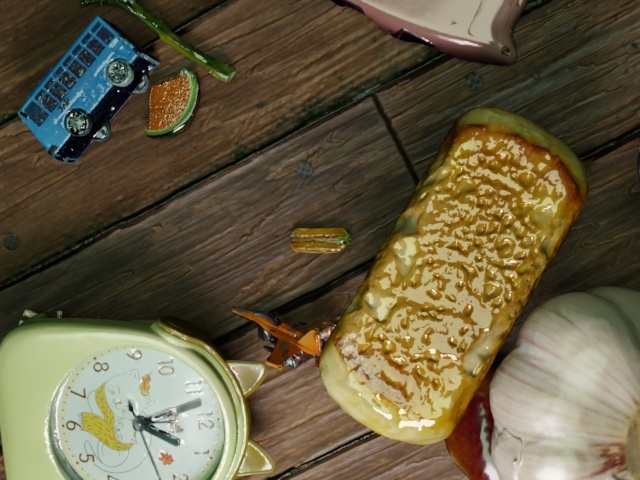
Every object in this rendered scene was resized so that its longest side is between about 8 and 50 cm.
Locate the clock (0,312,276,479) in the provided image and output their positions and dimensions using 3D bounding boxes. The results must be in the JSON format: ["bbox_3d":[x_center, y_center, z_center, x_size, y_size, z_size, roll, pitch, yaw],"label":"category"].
[{"bbox_3d":[-0.233,0.232,1.581,0.349,0.117,0.286,-3,100,3],"label":"clock"}]

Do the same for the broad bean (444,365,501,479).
[{"bbox_3d":[0.210,0.236,1.543,0.114,0.084,0.165,-4,83,-6],"label":"broad bean"}]

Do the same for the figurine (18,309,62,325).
[{"bbox_3d":[-0.357,0.128,1.659,0.109,0.047,0.064,28,98,11],"label":"figurine"}]

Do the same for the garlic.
[{"bbox_3d":[0.336,0.201,1.434,0.322,0.241,0.321,3,78,-16],"label":"garlic"}]

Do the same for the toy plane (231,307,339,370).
[{"bbox_3d":[-0.044,0.125,1.586,0.188,0.135,0.062,8,117,40],"label":"toy plane"}]

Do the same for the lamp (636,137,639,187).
[{"bbox_3d":[0.454,-0.094,1.416,0.198,0.244,0.197,0,91,5],"label":"lamp"}]

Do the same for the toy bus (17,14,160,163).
[{"bbox_3d":[-0.312,-0.199,1.630,0.106,0.090,0.184,42,95,7],"label":"toy bus"}]

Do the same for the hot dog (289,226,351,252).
[{"bbox_3d":[0.000,0.000,1.609,0.083,0.021,0.037,3,70,13],"label":"hot dog"}]

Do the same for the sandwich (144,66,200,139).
[{"bbox_3d":[-0.195,-0.184,1.642,0.069,0.026,0.101,7,88,14],"label":"sandwich"}]

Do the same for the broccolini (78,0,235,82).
[{"bbox_3d":[-0.218,-0.294,1.648,0.254,0.071,0.057,35,54,2],"label":"broccolini"}]

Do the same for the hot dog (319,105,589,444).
[{"bbox_3d":[0.159,0.048,1.479,0.185,0.223,0.405,30,85,8],"label":"hot dog"}]

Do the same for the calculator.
[{"bbox_3d":[0.132,-0.366,1.571,0.330,0.048,0.220,25,95,8],"label":"calculator"}]
